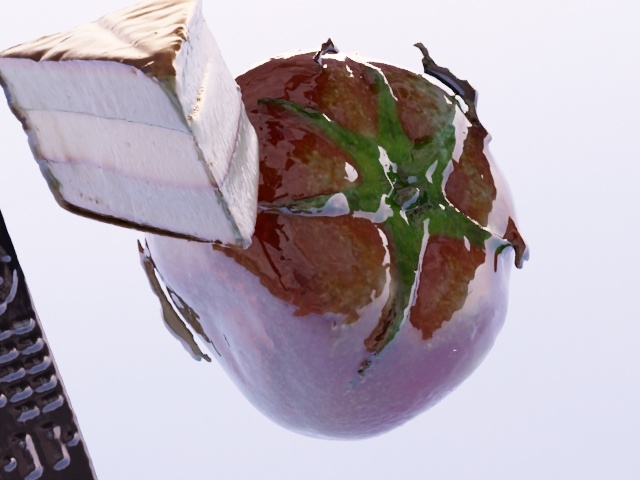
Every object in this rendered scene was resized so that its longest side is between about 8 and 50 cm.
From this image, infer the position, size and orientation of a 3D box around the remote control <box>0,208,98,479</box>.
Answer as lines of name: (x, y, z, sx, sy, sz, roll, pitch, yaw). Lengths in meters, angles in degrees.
remote control: (-0.178, 0.046, 0.854, 0.025, 0.245, 0.063, -23, 175, 43)

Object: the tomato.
tomato: (0.000, 0.000, 1.250, 0.239, 0.303, 0.303, -31, -162, 48)

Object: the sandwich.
sandwich: (-0.117, -0.052, 0.901, 0.144, 0.117, 0.187, -21, -160, 8)
